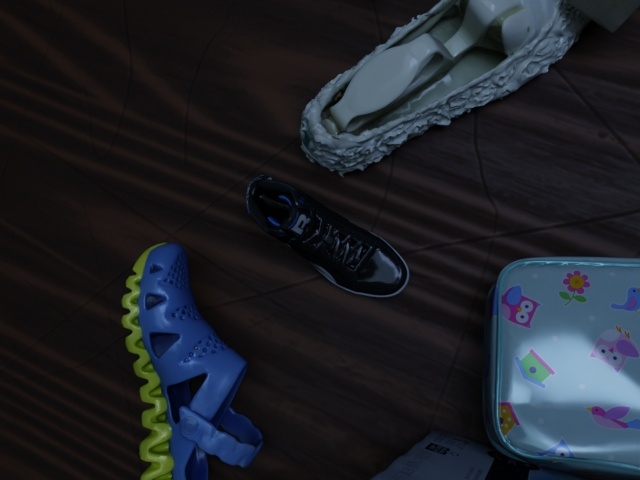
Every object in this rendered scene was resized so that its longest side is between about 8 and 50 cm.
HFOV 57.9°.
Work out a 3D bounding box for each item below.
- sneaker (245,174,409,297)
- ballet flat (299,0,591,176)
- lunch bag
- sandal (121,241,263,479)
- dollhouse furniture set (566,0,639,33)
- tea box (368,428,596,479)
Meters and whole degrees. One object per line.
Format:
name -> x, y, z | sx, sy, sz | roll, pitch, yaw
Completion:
sneaker -> 0.000, 0.000, 0.676 | 0.217, 0.121, 0.079 | 31, 92, 14
ballet flat -> 0.150, -0.211, 0.661 | 0.409, 0.147, 0.147 | -35, 78, 6
lunch bag -> 0.311, 0.123, 0.589 | 0.279, 0.108, 0.224 | 3, 67, 9
sandal -> -0.150, 0.156, 0.702 | 0.138, 0.126, 0.317 | -9, 90, 8
dollhouse furniture set -> 0.418, -0.379, 0.516 | 0.394, 0.256, 0.362 | 41, 79, 6
tea box -> 0.191, 0.329, 0.472 | 0.323, 0.329, 0.220 | 13, 87, 22
